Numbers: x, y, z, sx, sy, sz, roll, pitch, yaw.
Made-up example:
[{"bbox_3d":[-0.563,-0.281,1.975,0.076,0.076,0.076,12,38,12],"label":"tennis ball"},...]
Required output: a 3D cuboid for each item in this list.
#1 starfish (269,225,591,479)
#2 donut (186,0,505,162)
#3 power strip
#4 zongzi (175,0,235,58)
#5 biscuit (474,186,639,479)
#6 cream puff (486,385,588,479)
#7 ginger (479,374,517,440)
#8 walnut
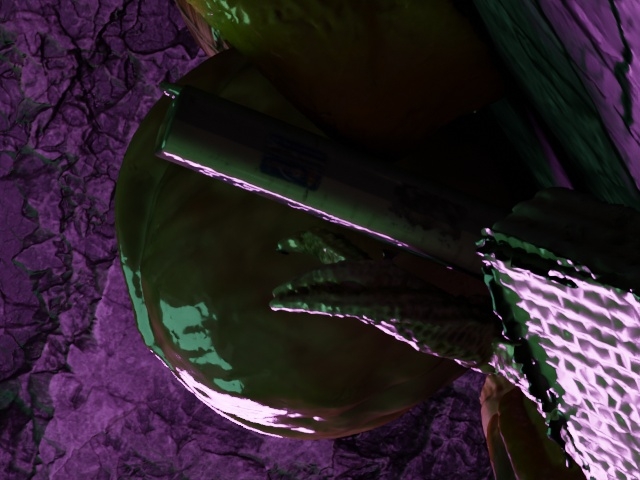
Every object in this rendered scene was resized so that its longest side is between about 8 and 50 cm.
[{"bbox_3d":[0.086,0.057,0.701,0.236,0.062,0.277,19,-171,-45],"label":"starfish"},{"bbox_3d":[-0.012,-0.145,0.714,0.253,0.118,0.253,41,-178,-2],"label":"donut"},{"bbox_3d":[0.042,-0.014,0.676,0.268,0.034,0.092,21,179,-10],"label":"power strip"},{"bbox_3d":[-0.074,-0.258,1.211,0.286,0.134,0.288,49,168,52],"label":"zongzi"},{"bbox_3d":[0.143,0.099,0.425,0.147,0.046,0.250,22,144,60],"label":"biscuit"},{"bbox_3d":[0.196,0.174,0.975,0.189,0.129,0.189,60,-171,-16],"label":"cream puff"},{"bbox_3d":[0.258,0.252,1.191,0.354,0.126,0.190,54,-158,15],"label":"ginger"},{"bbox_3d":[0.000,0.000,0.932,0.285,0.285,0.296,56,176,-14],"label":"walnut"}]
